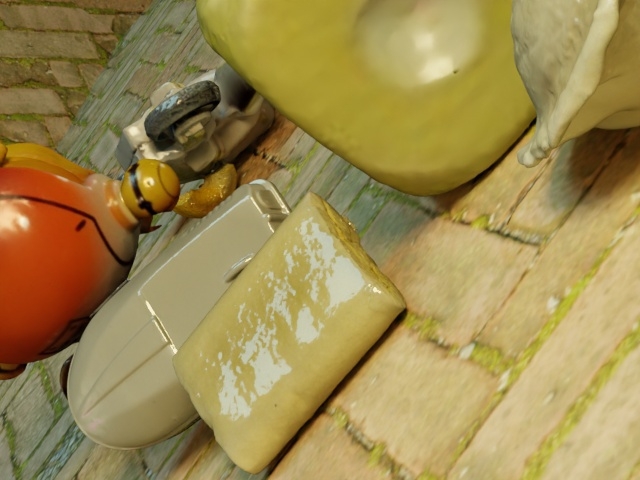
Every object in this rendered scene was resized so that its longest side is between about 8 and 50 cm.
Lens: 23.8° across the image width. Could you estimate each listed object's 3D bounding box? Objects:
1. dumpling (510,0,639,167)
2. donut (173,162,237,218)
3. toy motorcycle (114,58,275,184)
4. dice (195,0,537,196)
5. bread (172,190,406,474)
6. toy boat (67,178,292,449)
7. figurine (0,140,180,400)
[{"bbox_3d":[0.166,-0.118,0.930,0.216,0.126,0.166,-116,47,-69],"label":"dumpling"},{"bbox_3d":[-0.133,-0.058,1.764,0.038,0.083,0.067,10,96,55],"label":"donut"},{"bbox_3d":[-0.140,-0.136,1.806,0.223,0.108,0.341,-30,-5,-20],"label":"toy motorcycle"},{"bbox_3d":[0.058,-0.190,1.164,0.227,0.238,0.233,-49,16,13],"label":"dice"},{"bbox_3d":[-0.025,0.071,1.138,0.178,0.060,0.139,-48,46,14],"label":"bread"},{"bbox_3d":[-0.100,0.072,1.287,0.269,0.140,0.141,-44,19,32],"label":"toy boat"},{"bbox_3d":[-0.262,0.037,1.462,0.320,0.323,0.196,-47,17,27],"label":"figurine"}]
